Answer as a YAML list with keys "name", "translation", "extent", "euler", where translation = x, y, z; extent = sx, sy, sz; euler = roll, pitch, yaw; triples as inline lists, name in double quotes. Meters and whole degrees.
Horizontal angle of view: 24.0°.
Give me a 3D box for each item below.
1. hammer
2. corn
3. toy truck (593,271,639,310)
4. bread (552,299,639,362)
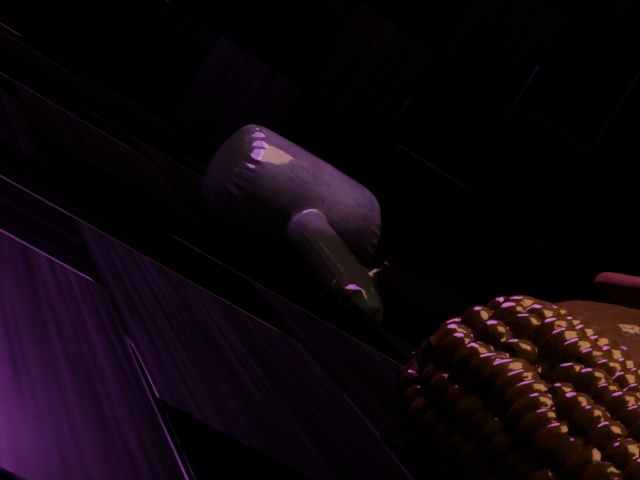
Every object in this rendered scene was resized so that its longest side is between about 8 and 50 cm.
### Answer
- name: "hammer"
  translation: [0.000, 0.000, 1.571]
  extent: [0.206, 0.119, 0.335]
  euler: [28, 11, -26]
- name: "corn"
  translation: [0.147, 0.133, 0.729]
  extent: [0.130, 0.130, 0.347]
  euler: [29, 8, -39]
- name: "toy truck"
  translation: [0.353, 0.157, 1.362]
  extent: [0.204, 0.212, 0.288]
  euler: [27, -9, -42]
- name: "bread"
  translation: [0.244, 0.138, 1.138]
  extent: [0.269, 0.148, 0.270]
  euler: [12, 9, -2]
